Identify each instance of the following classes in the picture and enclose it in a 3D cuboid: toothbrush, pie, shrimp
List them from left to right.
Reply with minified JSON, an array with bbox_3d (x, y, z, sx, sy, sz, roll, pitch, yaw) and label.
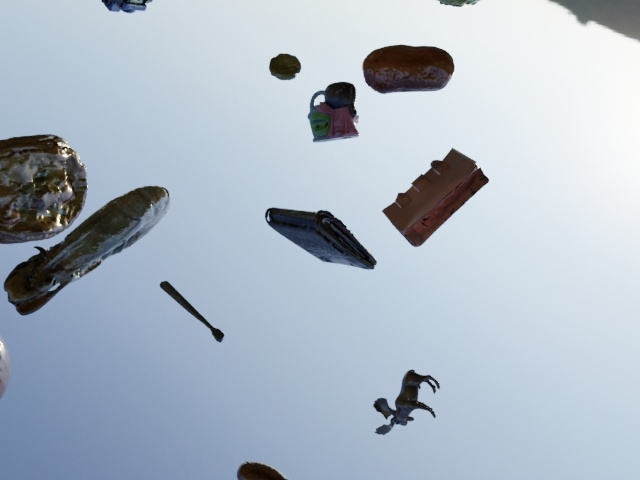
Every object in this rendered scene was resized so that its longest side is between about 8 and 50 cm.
[{"bbox_3d":[-0.523,0.008,1.361,0.110,0.221,0.446,47,-130,3],"label":"shrimp"},{"bbox_3d":[-0.403,0.218,1.830,0.297,0.030,0.030,37,-126,23],"label":"toothbrush"},{"bbox_3d":[-0.086,-0.425,1.432,0.084,0.020,0.084,3,-117,-6],"label":"pie"}]

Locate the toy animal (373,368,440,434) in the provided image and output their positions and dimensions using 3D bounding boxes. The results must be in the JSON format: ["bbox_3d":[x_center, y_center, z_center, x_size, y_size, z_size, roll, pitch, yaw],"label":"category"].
[{"bbox_3d":[0.259,0.499,1.797,0.186,0.214,0.094,10,179,4],"label":"toy animal"}]

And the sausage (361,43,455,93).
[{"bbox_3d":[0.243,-0.473,1.619,0.258,0.133,0.133,0,-149,1],"label":"sausage"}]

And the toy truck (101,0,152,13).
[{"bbox_3d":[-0.523,-0.658,1.466,0.208,0.126,0.113,48,-150,5],"label":"toy truck"}]

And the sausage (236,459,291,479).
[{"bbox_3d":[-0.103,0.657,1.495,0.103,0.076,0.302,-20,-148,-33],"label":"sausage"}]

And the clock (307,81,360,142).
[{"bbox_3d":[0.043,-0.444,2.033,0.194,0.195,0.100,0,-172,32],"label":"clock"}]

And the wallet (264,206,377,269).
[{"bbox_3d":[0.000,0.000,1.574,0.221,0.262,0.071,4,-117,47],"label":"wallet"}]

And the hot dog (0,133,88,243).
[{"bbox_3d":[-0.552,-0.099,1.086,0.122,0.196,0.272,10,-165,21],"label":"hot dog"}]

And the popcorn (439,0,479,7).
[{"bbox_3d":[0.304,-0.596,1.241,0.198,0.198,0.212,14,-127,9],"label":"popcorn"}]

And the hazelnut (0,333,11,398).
[{"bbox_3d":[-0.761,0.261,1.265,0.212,0.181,0.181,6,165,40],"label":"hazelnut"}]

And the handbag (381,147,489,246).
[{"bbox_3d":[0.241,-0.096,1.254,0.059,0.212,0.157,44,-173,-25],"label":"handbag"}]
